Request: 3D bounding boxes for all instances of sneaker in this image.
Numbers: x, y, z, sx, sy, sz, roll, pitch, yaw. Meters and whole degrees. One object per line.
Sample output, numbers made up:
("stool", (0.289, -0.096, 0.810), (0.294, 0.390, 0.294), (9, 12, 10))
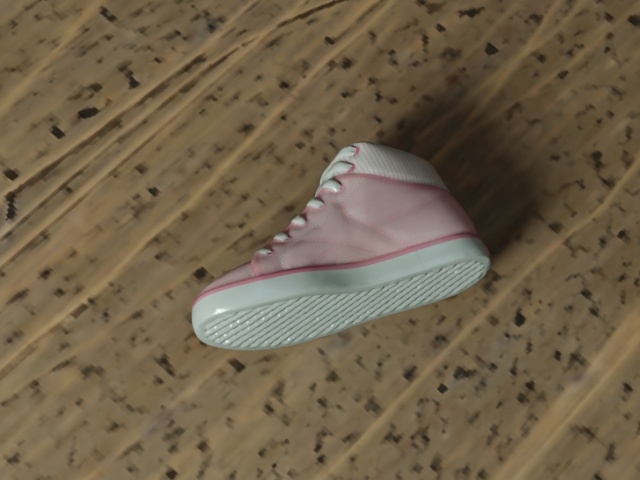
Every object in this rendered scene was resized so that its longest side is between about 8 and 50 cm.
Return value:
("sneaker", (0.000, 0.000, 0.837), (0.134, 0.051, 0.070), (-14, 65, -21))
